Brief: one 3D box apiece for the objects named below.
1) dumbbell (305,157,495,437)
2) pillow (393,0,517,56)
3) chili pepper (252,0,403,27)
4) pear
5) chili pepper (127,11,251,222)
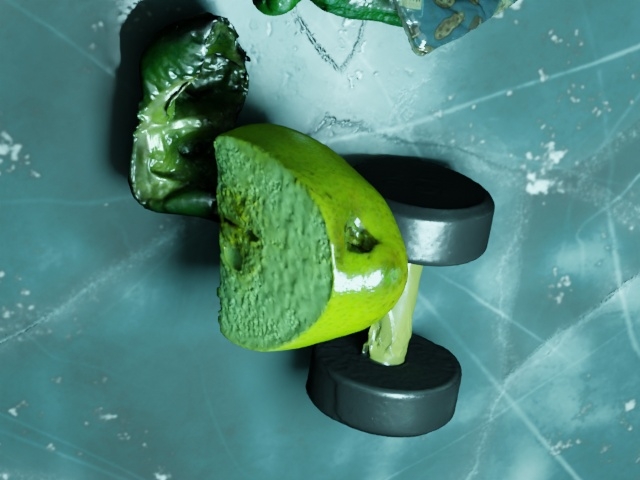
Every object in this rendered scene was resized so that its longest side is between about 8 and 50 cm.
[{"bbox_3d":[0.102,0.074,2.136,0.204,0.204,0.322,2,113,-17],"label":"dumbbell"},{"bbox_3d":[0.133,-0.370,1.970,0.189,0.034,0.255,-34,102,-23],"label":"pillow"},{"bbox_3d":[0.019,-0.325,1.987,0.270,0.099,0.136,-2,123,-20],"label":"chili pepper"},{"bbox_3d":[0.000,0.000,1.962,0.159,0.292,0.292,-13,120,-37],"label":"pear"},{"bbox_3d":[-0.161,-0.160,2.015,0.148,0.116,0.264,2,114,-5],"label":"chili pepper"}]
